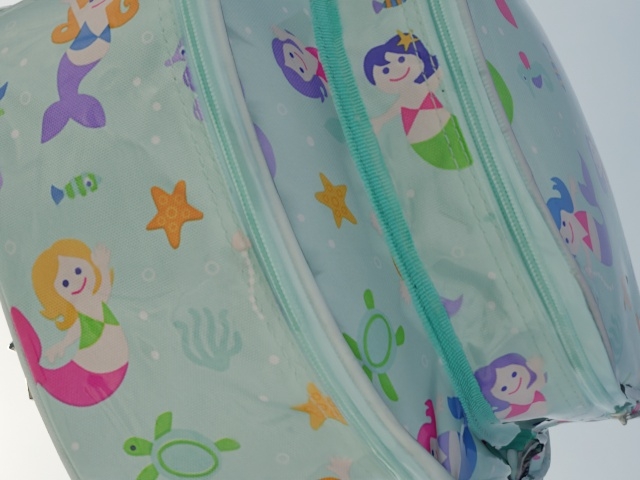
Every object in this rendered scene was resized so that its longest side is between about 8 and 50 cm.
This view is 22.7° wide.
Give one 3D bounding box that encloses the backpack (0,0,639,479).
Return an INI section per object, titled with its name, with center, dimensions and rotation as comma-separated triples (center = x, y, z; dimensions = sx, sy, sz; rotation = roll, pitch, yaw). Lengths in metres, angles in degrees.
[backpack]
center = 0.000, 0.000, 0.542
dimensions = 0.191, 0.253, 0.225
rotation = -23, -103, 22
